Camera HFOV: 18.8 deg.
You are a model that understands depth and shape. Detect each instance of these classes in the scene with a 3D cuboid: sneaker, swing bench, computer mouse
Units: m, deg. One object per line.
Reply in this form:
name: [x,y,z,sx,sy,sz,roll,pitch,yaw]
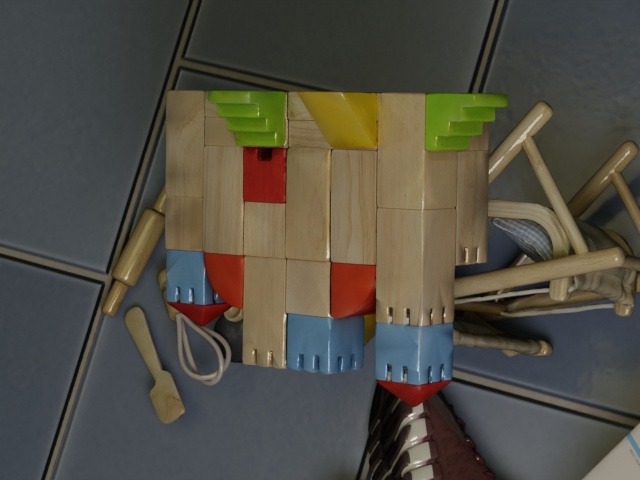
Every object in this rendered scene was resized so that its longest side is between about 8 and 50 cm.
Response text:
sneaker: [0.143,0.236,1.904,0.163,0.106,0.281,8,52,-18]
swing bench: [0.183,0.017,1.817,0.255,0.253,0.165,-31,72,22]
computer mouse: [-0.013,0.044,2.005,0.242,0.041,0.071,-39,71,5]

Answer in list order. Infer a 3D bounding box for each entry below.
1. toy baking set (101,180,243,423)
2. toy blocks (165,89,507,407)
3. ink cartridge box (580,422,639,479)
toy baking set: [-0.143,0.052,2.021,0.197,0.030,0.256,30,89,36]
toy blocks: [0.000,0.000,1.686,0.381,0.191,0.260,5,96,39]
ink cartridge box: [0.291,0.311,1.764,0.255,0.097,0.189,-49,50,26]
